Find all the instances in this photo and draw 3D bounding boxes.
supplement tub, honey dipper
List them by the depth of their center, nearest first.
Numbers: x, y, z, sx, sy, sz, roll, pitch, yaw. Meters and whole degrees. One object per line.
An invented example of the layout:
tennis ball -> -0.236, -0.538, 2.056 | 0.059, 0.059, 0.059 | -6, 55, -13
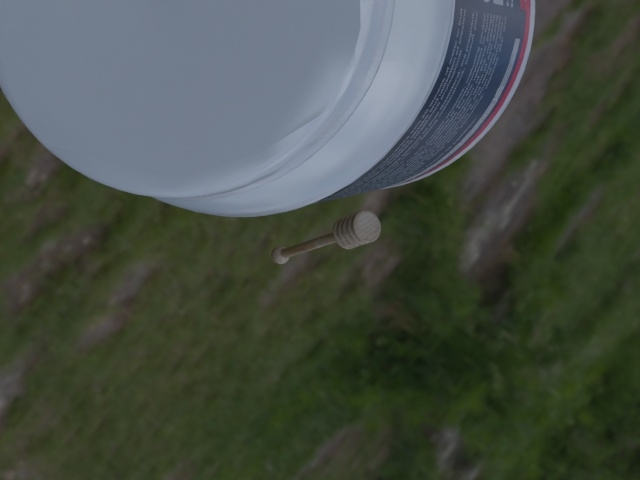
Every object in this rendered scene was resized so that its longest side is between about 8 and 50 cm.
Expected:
supplement tub -> -0.016, -0.111, 0.713 | 0.191, 0.191, 0.272 | -58, 168, 15
honey dipper -> 0.000, 0.000, 1.442 | 0.030, 0.030, 0.161 | -47, -164, -30
